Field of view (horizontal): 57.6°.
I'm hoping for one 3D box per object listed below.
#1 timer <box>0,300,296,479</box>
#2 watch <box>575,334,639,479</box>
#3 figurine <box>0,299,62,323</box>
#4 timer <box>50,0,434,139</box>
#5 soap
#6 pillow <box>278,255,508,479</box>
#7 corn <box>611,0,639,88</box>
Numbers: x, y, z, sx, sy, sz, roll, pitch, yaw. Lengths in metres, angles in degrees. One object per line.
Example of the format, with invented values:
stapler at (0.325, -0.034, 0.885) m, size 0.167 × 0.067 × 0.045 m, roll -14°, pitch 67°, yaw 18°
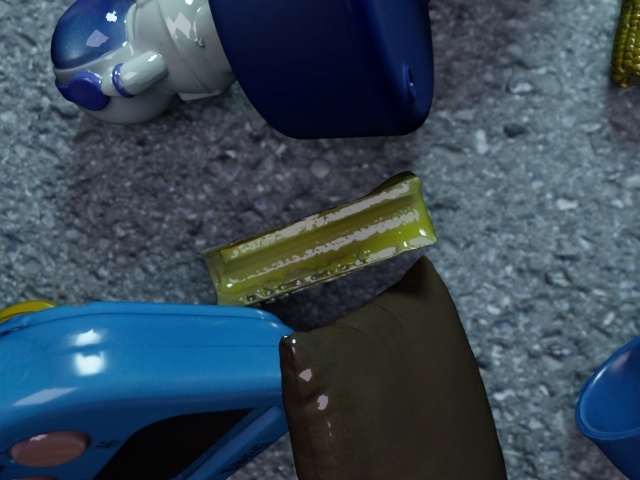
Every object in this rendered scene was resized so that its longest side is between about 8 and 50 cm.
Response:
timer at (-0.187, 0.174, 0.551) m, size 0.340 × 0.309 × 0.115 m, roll -47°, pitch 49°, yaw 35°
watch at (0.351, 0.142, 0.556) m, size 0.171 × 0.196 × 0.200 m, roll 49°, pitch 120°, yaw 12°
figurine at (-0.396, 0.141, 0.652) m, size 0.228 × 0.215 × 0.215 m, roll 27°, pitch 98°, yaw -8°
timer at (-0.102, -0.206, 0.570) m, size 0.384 × 0.270 × 0.270 m, roll -8°, pitch 93°, yaw 22°
soap at (0.000, 0.002, 0.607) m, size 0.233 × 0.135 × 0.076 m, roll -21°, pitch 91°, yaw 9°
pillow at (0.081, 0.189, 0.535) m, size 0.108 × 0.308 × 0.305 m, roll -15°, pitch 92°, yaw 32°
corn at (0.338, -0.253, 0.575) m, size 0.068 × 0.068 × 0.207 m, roll 12°, pitch 95°, yaw 7°
